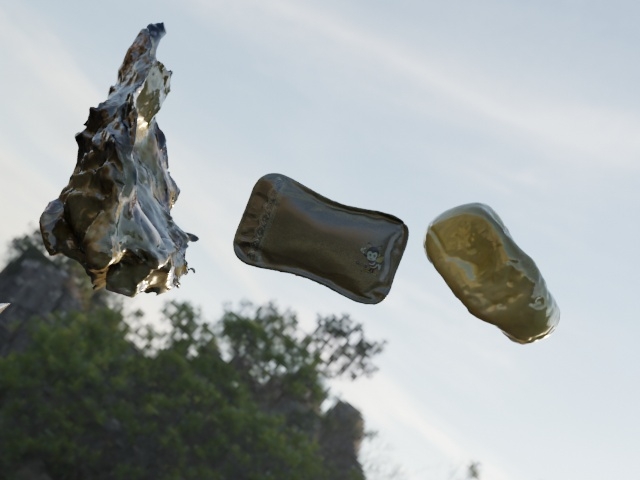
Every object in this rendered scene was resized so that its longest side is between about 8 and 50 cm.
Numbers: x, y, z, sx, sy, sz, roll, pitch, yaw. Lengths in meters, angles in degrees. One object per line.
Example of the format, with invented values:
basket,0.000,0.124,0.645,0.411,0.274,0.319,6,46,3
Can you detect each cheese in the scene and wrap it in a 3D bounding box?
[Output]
cheese,0.246,0.051,1.466,0.226,0.117,0.214,56,10,22

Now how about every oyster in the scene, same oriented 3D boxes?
oyster,-0.166,-0.036,0.915,0.361,0.096,0.221,-94,171,-58

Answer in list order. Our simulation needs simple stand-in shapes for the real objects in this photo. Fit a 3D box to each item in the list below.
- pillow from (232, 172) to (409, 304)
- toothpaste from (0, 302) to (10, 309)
pillow,0.000,0.000,1.361,0.218,0.130,0.033,21,-7,3
toothpaste,-0.598,0.142,1.810,0.048,0.075,0.301,25,-4,-6
